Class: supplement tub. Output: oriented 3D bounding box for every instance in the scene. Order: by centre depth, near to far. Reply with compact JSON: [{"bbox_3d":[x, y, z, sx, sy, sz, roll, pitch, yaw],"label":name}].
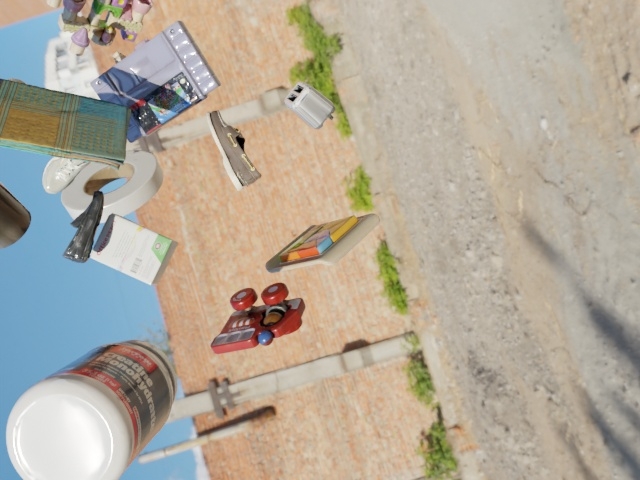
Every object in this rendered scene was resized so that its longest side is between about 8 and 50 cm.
[{"bbox_3d":[-0.360,0.280,0.986,0.272,0.191,0.191,-52,-55,-83],"label":"supplement tub"}]

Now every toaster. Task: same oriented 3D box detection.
[{"bbox_3d":[-0.044,-0.521,2.289,0.146,0.129,0.227,35,-171,-26],"label":"toaster"}]

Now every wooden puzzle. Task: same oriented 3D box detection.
[{"bbox_3d":[0.000,0.000,1.470,0.239,0.221,0.044,-7,115,47],"label":"wooden puzzle"}]

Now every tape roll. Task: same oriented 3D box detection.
[{"bbox_3d":[-0.799,-0.214,2.293,0.392,0.392,0.072,-108,0,-51],"label":"tape roll"}]

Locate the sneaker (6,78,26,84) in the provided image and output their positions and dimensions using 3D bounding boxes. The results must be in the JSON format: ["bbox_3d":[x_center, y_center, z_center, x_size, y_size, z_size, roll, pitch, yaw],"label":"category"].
[{"bbox_3d":[-1.128,-0.527,2.124,0.058,0.085,0.152,54,-145,-5],"label":"sneaker"}]

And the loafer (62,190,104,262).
[{"bbox_3d":[-0.692,-0.045,1.741,0.076,0.078,0.223,159,126,-70],"label":"loafer"}]

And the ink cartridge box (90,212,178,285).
[{"bbox_3d":[-0.576,0.028,1.842,0.093,0.213,0.154,91,-157,-85],"label":"ink cartridge box"}]

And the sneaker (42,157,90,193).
[{"bbox_3d":[-0.814,-0.257,1.944,0.099,0.262,0.121,40,179,-28],"label":"sneaker"}]

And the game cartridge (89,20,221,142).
[{"bbox_3d":[-0.507,-0.479,1.829,0.230,0.355,0.068,59,-164,-9],"label":"game cartridge"}]

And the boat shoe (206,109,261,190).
[{"bbox_3d":[-0.295,-0.318,1.999,0.324,0.097,0.116,65,-179,25],"label":"boat shoe"}]

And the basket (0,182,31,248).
[{"bbox_3d":[-0.810,-0.091,1.399,0.204,0.154,0.227,32,162,34],"label":"basket"}]

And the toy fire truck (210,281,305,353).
[{"bbox_3d":[-0.208,0.289,2.057,0.254,0.302,0.169,-66,-41,-57],"label":"toy fire truck"}]

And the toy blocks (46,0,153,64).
[{"bbox_3d":[-0.650,-0.739,1.852,0.260,0.289,0.308,-46,63,38],"label":"toy blocks"}]

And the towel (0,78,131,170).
[{"bbox_3d":[-0.670,-0.295,1.479,0.271,0.370,0.040,-102,28,-46],"label":"towel"}]
